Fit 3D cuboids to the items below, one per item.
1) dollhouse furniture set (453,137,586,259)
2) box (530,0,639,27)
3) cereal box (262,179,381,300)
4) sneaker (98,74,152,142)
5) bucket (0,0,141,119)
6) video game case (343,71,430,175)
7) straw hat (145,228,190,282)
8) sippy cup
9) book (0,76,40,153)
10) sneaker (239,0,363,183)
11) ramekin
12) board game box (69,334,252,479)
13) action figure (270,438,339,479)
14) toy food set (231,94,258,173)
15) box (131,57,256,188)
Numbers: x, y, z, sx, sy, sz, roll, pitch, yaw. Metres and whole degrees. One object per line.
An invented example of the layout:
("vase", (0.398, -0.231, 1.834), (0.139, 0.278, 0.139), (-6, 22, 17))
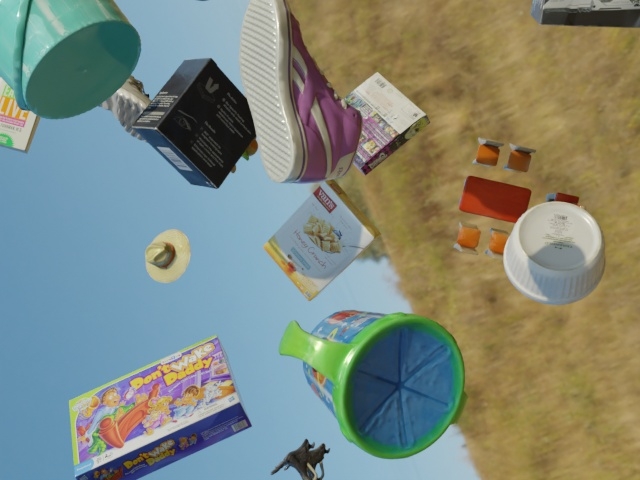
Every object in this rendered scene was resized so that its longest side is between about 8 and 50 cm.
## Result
("dollhouse furniture set", (0.443, -0.079, 1.890), (0.135, 0.259, 0.262), (-97, 18, -81))
("box", (0.564, -0.581, 1.662), (0.077, 0.242, 0.308), (-99, 11, -59))
("cereal box", (0.000, 0.000, 1.912), (0.173, 0.240, 0.047), (48, -149, 8))
("sneaker", (-0.425, -0.327, 1.918), (0.281, 0.105, 0.115), (37, -132, 8))
("bucket", (-0.476, -0.365, 1.527), (0.183, 0.281, 0.281), (50, -172, 15))
("video game case", (0.128, -0.297, 2.121), (0.232, 0.210, 0.042), (50, 179, 41))
("straw hat", (-0.391, 0.034, 2.055), (0.061, 0.144, 0.145), (22, -137, -56))
("sippy cup", (0.085, 0.218, 1.417), (0.306, 0.240, 0.224), (62, 161, -19))
("book", (-0.610, -0.254, 1.682), (0.035, 0.096, 0.144), (119, 165, -76))
("sneaker", (-0.022, -0.221, 1.220), (0.161, 0.102, 0.282), (-7, -93, -38))
("ramekin", (0.482, 0.018, 1.729), (0.109, 0.207, 0.207), (74, 178, -59))
("board game box", (-0.338, 0.358, 1.748), (0.233, 0.347, 0.078), (-123, 10, -56))
("action figure", (0.036, 0.485, 1.481), (0.275, 0.141, 0.164), (45, 180, 15))
("toy food set", (-0.196, -0.279, 2.195), (0.192, 0.038, 0.132), (-62, -37, -19))
("box", (-0.202, -0.197, 1.426), (0.093, 0.158, 0.156), (12, 152, 50))
